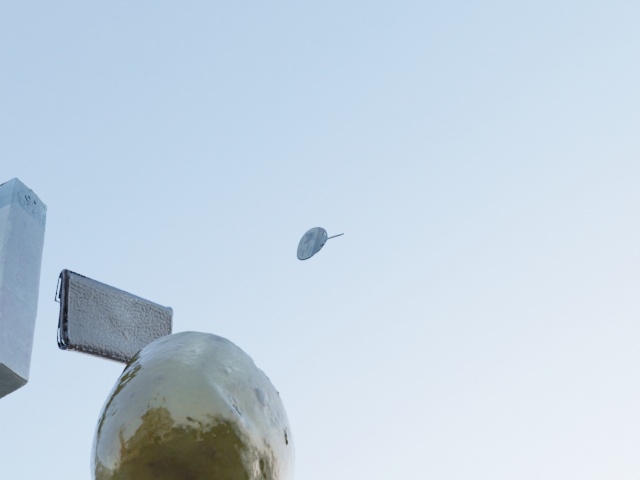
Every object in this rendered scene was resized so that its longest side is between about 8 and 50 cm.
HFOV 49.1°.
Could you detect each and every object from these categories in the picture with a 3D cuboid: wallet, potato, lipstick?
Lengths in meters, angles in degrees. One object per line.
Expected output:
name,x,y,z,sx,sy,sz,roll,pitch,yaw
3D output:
wallet,-0.329,0.141,1.143,0.039,0.133,0.243,-19,-27,22
potato,-0.113,0.188,0.580,0.178,0.158,0.203,-3,-88,0
lipstick,-0.386,0.047,0.846,0.068,0.317,0.066,-28,-48,7

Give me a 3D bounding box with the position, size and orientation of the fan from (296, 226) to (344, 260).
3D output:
fan,-0.004,-0.003,1.020,0.080,0.060,0.003,-34,-54,11
